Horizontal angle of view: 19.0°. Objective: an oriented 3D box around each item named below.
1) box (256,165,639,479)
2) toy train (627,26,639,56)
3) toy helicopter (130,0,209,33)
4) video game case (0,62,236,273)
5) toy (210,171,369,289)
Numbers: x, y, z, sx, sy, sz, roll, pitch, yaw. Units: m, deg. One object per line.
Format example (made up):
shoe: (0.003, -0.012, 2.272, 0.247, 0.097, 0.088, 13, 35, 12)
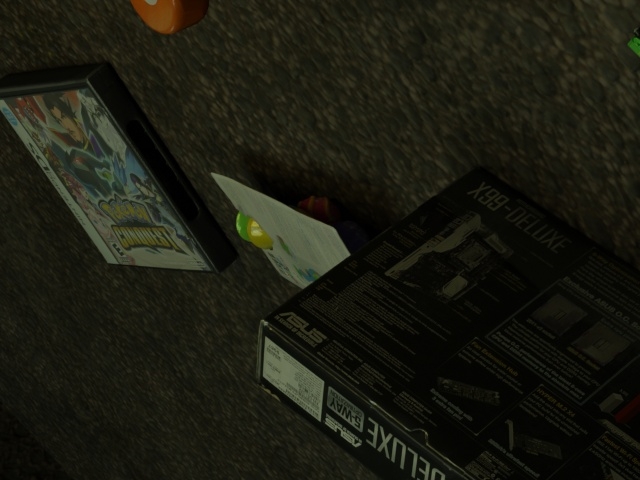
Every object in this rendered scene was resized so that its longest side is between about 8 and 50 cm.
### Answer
box: (0.144, 0.099, 1.380, 0.307, 0.242, 0.076, 35, 142, 28)
toy train: (0.227, -0.103, 1.212, 0.083, 0.017, 0.023, 47, 167, 4)
toy helicopter: (-0.119, -0.339, 1.364, 0.235, 0.140, 0.355, 41, 147, 39)
video game case: (-0.228, -0.074, 2.043, 0.248, 0.035, 0.275, 57, 156, -19)
toy: (0.000, 0.000, 1.730, 0.237, 0.056, 0.137, 21, 149, 56)
